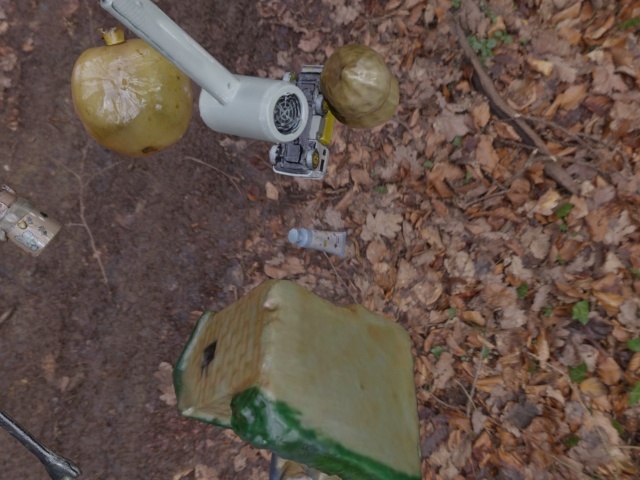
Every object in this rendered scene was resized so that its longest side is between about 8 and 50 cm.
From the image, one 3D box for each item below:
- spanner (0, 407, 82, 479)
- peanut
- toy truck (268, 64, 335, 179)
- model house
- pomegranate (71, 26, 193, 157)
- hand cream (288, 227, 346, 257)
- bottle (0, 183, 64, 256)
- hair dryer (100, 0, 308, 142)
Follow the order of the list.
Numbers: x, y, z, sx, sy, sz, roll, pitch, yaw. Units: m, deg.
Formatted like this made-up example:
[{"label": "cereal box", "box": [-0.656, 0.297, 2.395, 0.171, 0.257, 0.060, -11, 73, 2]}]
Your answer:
[{"label": "spanner", "box": [-0.357, 0.188, 0.522, 0.254, 0.015, 0.054, 46, 122, -8]}, {"label": "peanut", "box": [0.060, -0.223, 0.700, 0.110, 0.236, 0.120, -28, 98, 8]}, {"label": "toy truck", "box": [-0.018, -0.230, 0.927, 0.097, 0.114, 0.227, 10, 89, 22]}, {"label": "model house", "box": [-0.058, 0.295, 0.895, 0.342, 0.382, 0.335, -32, 39, 35]}, {"label": "pomegranate", "box": [-0.482, -0.375, 1.213, 0.318, 0.319, 0.320, -1, 78, 7]}, {"label": "hand cream", "box": [0.000, 0.000, 1.089, 0.043, 0.170, 0.065, 4, 86, 47]}, {"label": "bottle", "box": [-0.623, -0.042, 0.981, 0.099, 0.099, 0.152, -49, 115, -4]}, {"label": "hair dryer", "box": [-0.123, -0.191, 0.505, 0.131, 0.236, 0.073, 21, 79, 40]}]
